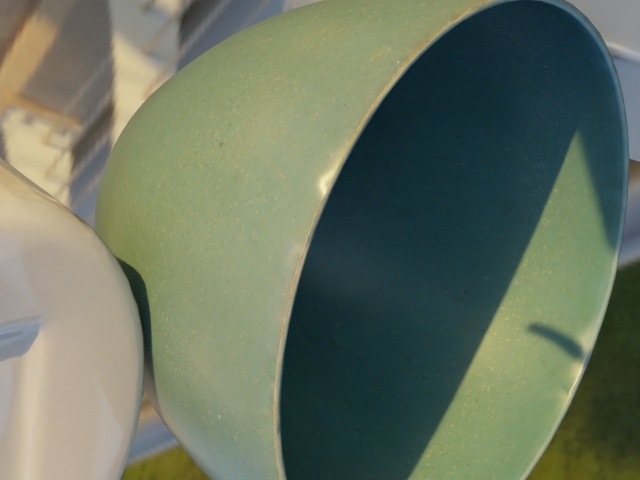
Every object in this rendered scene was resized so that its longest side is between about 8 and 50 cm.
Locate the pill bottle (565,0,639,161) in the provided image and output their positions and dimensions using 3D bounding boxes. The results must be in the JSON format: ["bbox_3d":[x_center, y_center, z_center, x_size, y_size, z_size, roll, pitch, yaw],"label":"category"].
[{"bbox_3d":[0.239,-0.236,0.892,0.210,0.363,0.210,23,171,4],"label":"pill bottle"}]

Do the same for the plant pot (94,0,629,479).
[{"bbox_3d":[0.000,0.000,0.784,0.195,0.290,0.290,20,166,35],"label":"plant pot"}]

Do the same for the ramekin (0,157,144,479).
[{"bbox_3d":[-0.205,0.073,0.649,0.135,0.277,0.277,28,169,35],"label":"ramekin"}]
